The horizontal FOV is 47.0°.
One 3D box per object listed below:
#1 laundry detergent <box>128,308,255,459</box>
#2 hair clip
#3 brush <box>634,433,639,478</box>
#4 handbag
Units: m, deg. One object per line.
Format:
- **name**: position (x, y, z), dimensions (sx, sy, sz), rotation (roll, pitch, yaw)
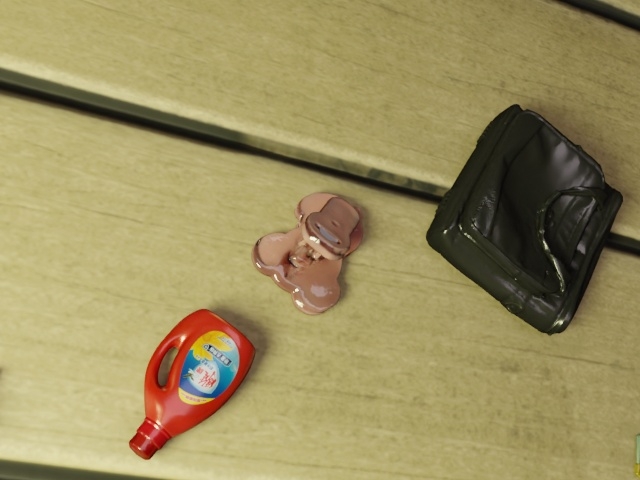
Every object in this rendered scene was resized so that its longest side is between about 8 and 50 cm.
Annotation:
- **laundry detergent**: position (-0.149, 0.157, 0.793), dimensions (0.097, 0.049, 0.165), rotation (37, 62, 3)
- **hair clip**: position (-0.007, 0.007, 0.919), dimensions (0.123, 0.102, 0.138), rotation (39, 29, -6)
- **brush**: position (0.446, 0.369, 0.975), dimensions (0.083, 0.011, 0.205), rotation (23, 64, -14)
- **handbag**: position (0.298, -0.036, 1.030), dimensions (0.244, 0.088, 0.275), rotation (39, 60, -9)
